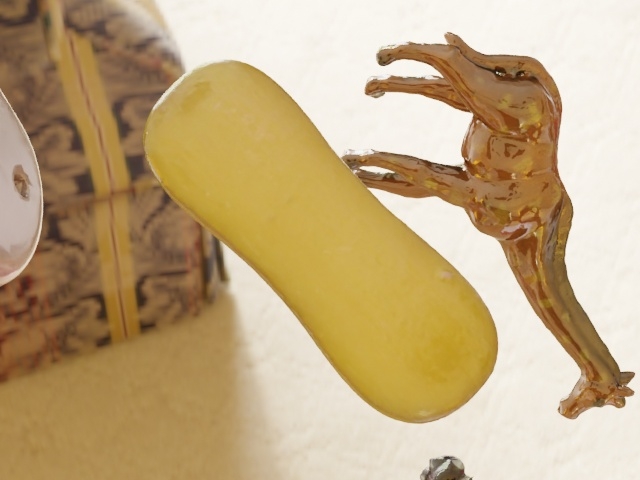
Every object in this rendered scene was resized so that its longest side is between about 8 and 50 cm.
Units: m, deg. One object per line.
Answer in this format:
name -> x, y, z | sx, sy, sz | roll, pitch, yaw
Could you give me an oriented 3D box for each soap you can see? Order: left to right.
soap -> 0.000, 0.000, 0.362 | 0.034, 0.012, 0.089 | -42, 85, -10

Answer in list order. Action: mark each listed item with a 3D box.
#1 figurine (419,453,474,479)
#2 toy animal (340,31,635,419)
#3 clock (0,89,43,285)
figurine -> 0.111, 0.206, 0.991 | 0.126, 0.147, 0.192 | -29, 81, -15
toy animal -> 0.118, -0.008, 1.136 | 0.229, 0.224, 0.066 | 19, 21, 2
clock -> -0.223, -0.046, 0.594 | 0.113, 0.295, 0.322 | -20, 25, 18
